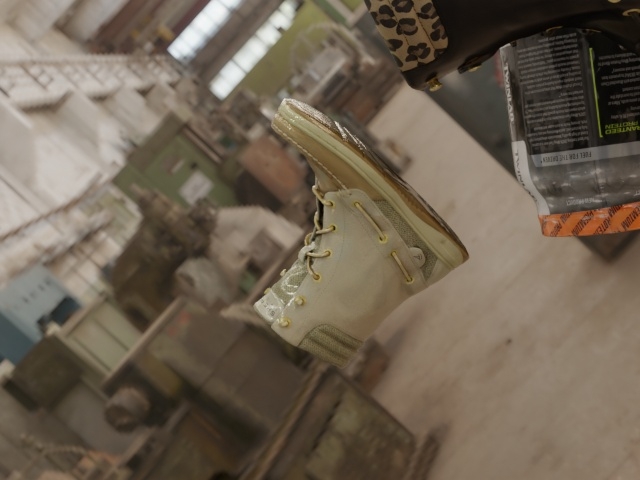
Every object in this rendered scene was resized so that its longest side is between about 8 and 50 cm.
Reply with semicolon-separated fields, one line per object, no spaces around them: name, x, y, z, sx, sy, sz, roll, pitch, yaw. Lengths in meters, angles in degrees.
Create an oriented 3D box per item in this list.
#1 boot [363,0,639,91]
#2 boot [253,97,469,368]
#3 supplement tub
boot;0.217;-0.213;1.114;0.284;0.377;0.138;-16;61;20
boot;0.000;0.000;1.007;0.165;0.213;0.077;-44;27;10
supplement tub;0.297;-0.169;1.327;0.193;0.316;0.193;-7;3;0
